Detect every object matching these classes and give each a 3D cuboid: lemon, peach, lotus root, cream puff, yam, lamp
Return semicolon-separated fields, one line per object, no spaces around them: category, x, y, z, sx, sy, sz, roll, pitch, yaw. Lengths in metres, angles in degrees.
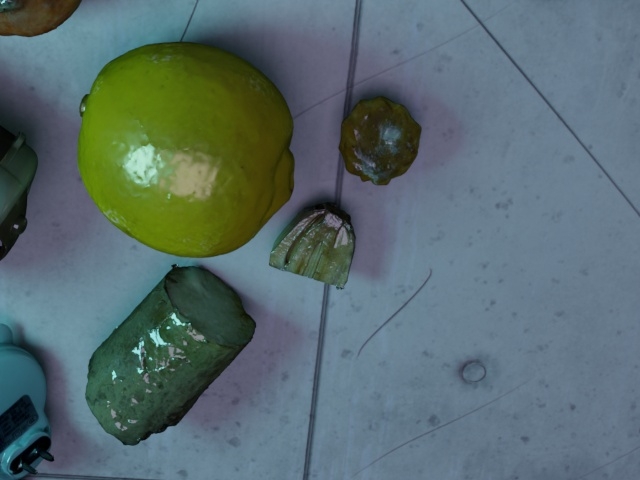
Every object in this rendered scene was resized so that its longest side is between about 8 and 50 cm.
lemon;-0.204;-0.138;1.659;0.347;0.348;0.348;-1;117;-2
peach;-0.441;-0.392;1.575;0.232;0.232;0.233;-1;117;-2
lotus root;0.002;-0.001;1.873;0.143;0.070;0.144;25;117;-7
cream puff;0.090;-0.161;1.780;0.146;0.116;0.146;-1;94;-14
yam;-0.274;0.204;1.900;0.195;0.195;0.300;36;109;-18
lamp;-0.576;0.302;1.940;0.209;0.147;0.284;-40;114;-31

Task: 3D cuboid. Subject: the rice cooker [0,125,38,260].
rice cooker;-0.620;-0.072;1.679;0.325;0.335;0.335;37;110;-19
